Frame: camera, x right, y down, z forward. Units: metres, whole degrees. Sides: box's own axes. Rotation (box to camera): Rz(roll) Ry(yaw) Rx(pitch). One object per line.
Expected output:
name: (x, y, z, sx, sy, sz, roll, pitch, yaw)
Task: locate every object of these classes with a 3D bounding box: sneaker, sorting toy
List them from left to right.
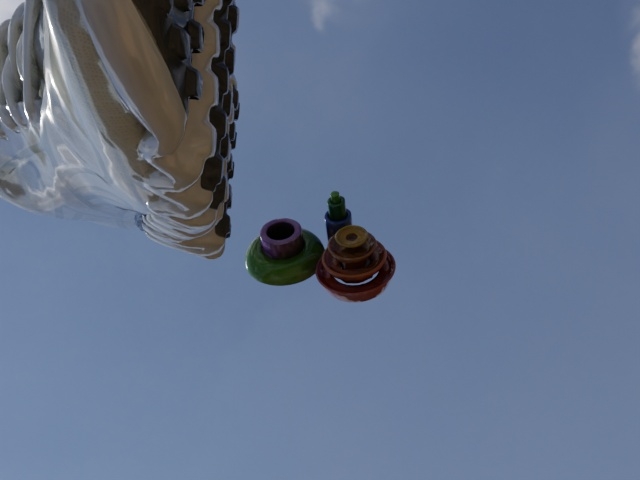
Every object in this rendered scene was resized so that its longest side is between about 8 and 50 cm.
sneaker: (-0.090, -0.052, 0.491, 0.118, 0.110, 0.292, 6, -12, -4)
sorting toy: (0.000, 0.000, 0.768, 0.061, 0.102, 0.042, -51, -35, -40)
